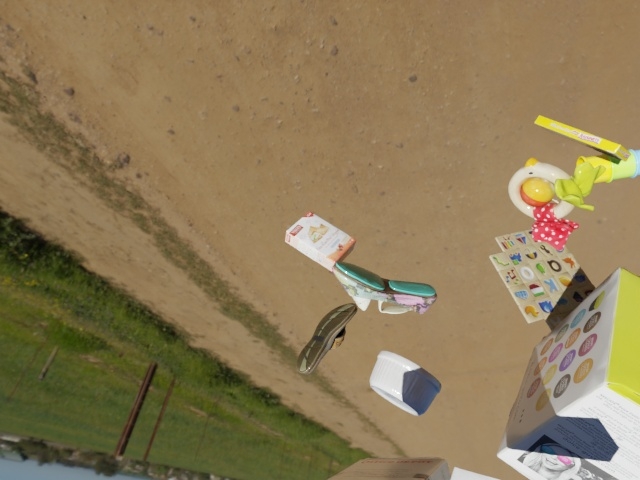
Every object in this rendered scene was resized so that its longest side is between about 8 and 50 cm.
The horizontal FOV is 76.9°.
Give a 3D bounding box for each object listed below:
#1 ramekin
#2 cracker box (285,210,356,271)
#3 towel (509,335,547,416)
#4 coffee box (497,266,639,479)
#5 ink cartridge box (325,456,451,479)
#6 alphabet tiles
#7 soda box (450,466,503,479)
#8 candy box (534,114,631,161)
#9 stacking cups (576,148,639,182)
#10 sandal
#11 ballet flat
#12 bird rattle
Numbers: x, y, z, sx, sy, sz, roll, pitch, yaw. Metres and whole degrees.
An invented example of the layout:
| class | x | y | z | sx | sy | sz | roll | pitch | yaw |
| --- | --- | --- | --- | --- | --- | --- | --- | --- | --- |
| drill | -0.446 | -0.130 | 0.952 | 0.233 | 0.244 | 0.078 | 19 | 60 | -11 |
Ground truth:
| class | x | y | z | sx | sy | sz | roll | pitch | yaw |
| --- | --- | --- | --- | --- | --- | --- | --- | --- | --- |
| ramekin | 0.248 | 0.435 | 1.217 | 0.207 | 0.109 | 0.207 | 29 | 159 | 12 |
| cracker box | 0.000 | 0.000 | 1.570 | 0.232 | 0.156 | 0.067 | 31 | 140 | 17 |
| towel | 0.767 | 0.490 | 1.402 | 0.076 | 0.308 | 0.228 | 23 | 179 | 38 |
| coffee box | 0.615 | 0.325 | 0.764 | 0.338 | 0.338 | 0.334 | 32 | 136 | 18 |
| ink cartridge box | 0.103 | 0.487 | 0.718 | 0.207 | 0.117 | 0.283 | -19 | 160 | 29 |
| alphabet tiles | 0.694 | 0.116 | 1.243 | 0.285 | 0.342 | 0.011 | -12 | 151 | -17 |
| soda box | 0.268 | 0.372 | 0.528 | 0.069 | 0.074 | 0.216 | 47 | 146 | -14 |
| candy box | 0.648 | -0.255 | 1.003 | 0.105 | 0.206 | 0.027 | 7 | 118 | -43 |
| stacking cups | 0.927 | -0.229 | 1.156 | 0.317 | 0.095 | 0.096 | -9 | 142 | 18 |
| sandal | 0.025 | 0.252 | 1.028 | 0.060 | 0.219 | 0.090 | 47 | 154 | -24 |
| ballet flat | 0.121 | 0.106 | 0.802 | 0.222 | 0.077 | 0.079 | 15 | 113 | -9 |
| bird rattle | 0.586 | -0.110 | 1.031 | 0.207 | 0.143 | 0.253 | 40 | 163 | 22 |
